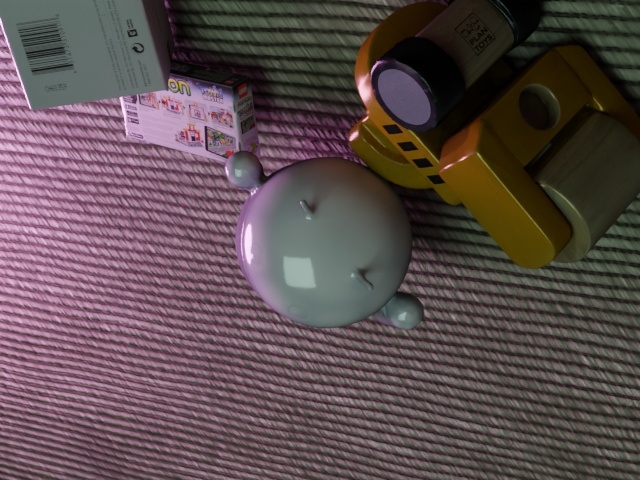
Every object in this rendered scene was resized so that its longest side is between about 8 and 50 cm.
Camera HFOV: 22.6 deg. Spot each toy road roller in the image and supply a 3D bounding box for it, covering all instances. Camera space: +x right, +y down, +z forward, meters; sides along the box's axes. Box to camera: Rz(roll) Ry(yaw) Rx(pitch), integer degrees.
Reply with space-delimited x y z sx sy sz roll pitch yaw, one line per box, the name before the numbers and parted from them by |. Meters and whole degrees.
toy road roller | 0.179 -0.120 1.785 0.329 0.202 0.240 48 150 -4

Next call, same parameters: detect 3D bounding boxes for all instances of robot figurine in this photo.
robot figurine | 0.000 0.000 1.935 0.300 0.200 0.353 38 178 -6

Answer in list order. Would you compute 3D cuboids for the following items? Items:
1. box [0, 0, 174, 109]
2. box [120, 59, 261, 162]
box | -0.289 -0.275 1.974 0.181 0.119 0.181 -8 127 7
box | -0.171 -0.169 2.048 0.207 0.036 0.114 17 127 35
